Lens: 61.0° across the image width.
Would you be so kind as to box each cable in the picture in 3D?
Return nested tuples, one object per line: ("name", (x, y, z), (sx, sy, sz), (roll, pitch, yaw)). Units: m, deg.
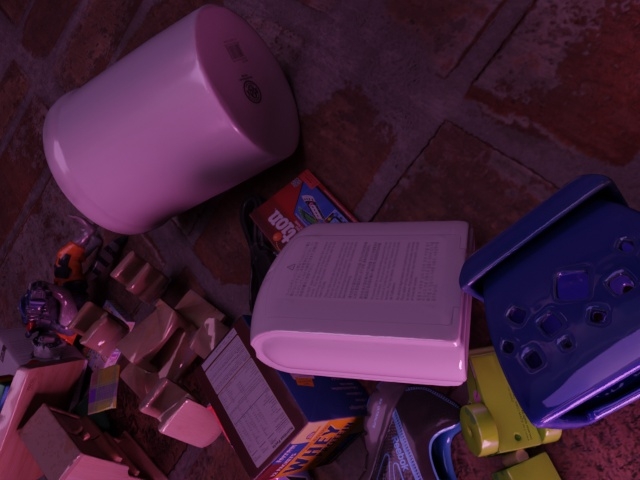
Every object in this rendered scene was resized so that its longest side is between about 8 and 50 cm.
("cable", (-0.103, 0.038, 1.058), (0.139, 0.072, 0.287), (-50, 44, 23))

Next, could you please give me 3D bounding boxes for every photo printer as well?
("photo printer", (0.059, 0.078, 0.784), (0.307, 0.107, 0.256), (-1, 40, 19))

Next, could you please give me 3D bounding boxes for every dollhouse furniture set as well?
("dollhouse furniture set", (-0.331, 0.295, 1.083), (0.362, 0.256, 0.394), (29, 74, 35))

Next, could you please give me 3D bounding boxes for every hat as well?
("hat", (-0.472, 0.459, 1.197), (0.183, 0.173, 0.208), (32, 123, 4))

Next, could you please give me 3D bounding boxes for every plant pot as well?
("plant pot", (0.318, 0.071, 0.639), (0.236, 0.236, 0.212), (-41, 53, 21))

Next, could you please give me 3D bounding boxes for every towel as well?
("towel", (-0.381, 0.261, 0.958), (0.060, 0.009, 0.083), (-18, 54, 13))

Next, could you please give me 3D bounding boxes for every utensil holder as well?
("utensil holder", (-0.279, -0.223, 1.069), (0.385, 0.327, 0.328), (-20, 68, 27))

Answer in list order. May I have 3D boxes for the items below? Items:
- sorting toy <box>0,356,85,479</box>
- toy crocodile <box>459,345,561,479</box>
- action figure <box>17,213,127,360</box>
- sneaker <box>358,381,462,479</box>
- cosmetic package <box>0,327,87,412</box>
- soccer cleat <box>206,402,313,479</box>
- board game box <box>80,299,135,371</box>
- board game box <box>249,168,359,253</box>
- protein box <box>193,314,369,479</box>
("sorting toy", (-0.605, 0.361, 1.089), (0.089, 0.255, 0.257), (16, 82, 1))
("toy crocodile", (0.262, 0.302, 0.701), (0.115, 0.105, 0.340), (-11, 65, -12))
("action figure", (-0.576, 0.115, 1.245), (0.341, 0.178, 0.330), (-10, 63, 60))
("sneaker", (0.115, 0.375, 0.765), (0.139, 0.125, 0.341), (7, 83, 34))
("cosmetic package", (-0.682, 0.315, 1.302), (0.183, 0.151, 0.151), (28, 107, 36))
("soccer cleat", (-0.101, 0.352, 0.904), (0.083, 0.095, 0.248), (-36, 83, 22))
("board game box", (-0.508, 0.234, 1.293), (0.103, 0.026, 0.154), (31, 97, 36))
("board game box", (0.000, 0.000, 0.967), (0.145, 0.027, 0.281), (-39, 57, -4))
("protein box", (-0.051, 0.243, 0.865), (0.136, 0.200, 0.201), (-50, 56, 16))
